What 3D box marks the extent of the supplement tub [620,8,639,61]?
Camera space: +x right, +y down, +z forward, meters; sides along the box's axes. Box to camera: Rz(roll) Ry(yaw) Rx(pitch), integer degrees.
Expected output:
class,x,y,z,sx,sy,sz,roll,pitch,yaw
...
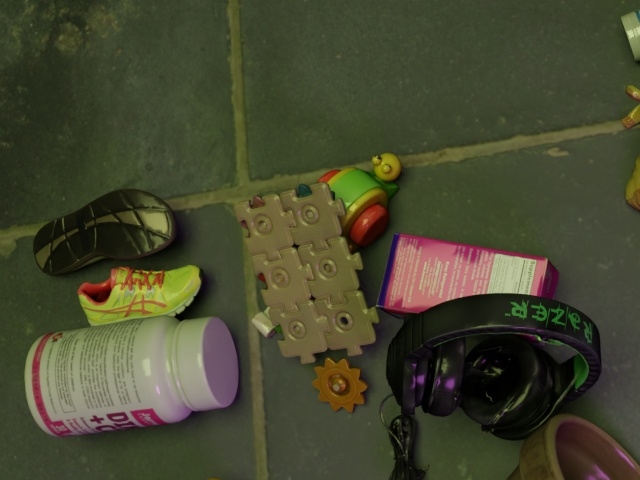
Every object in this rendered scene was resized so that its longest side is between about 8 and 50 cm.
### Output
class,x,y,z,sx,sy,sz,roll,pitch,yaw
supplement tub,0.478,-0.297,1.674,0.107,0.071,0.071,-19,73,14

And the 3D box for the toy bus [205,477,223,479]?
class,x,y,z,sx,sy,sz,roll,pitch,yaw
toy bus,-0.173,0.437,1.725,0.202,0.104,0.191,-9,96,37

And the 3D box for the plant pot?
class,x,y,z,sx,sy,sz,roll,pitch,yaw
plant pot,0.290,0.385,1.513,0.229,0.263,0.263,-40,67,25

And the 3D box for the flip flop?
class,x,y,z,sx,sy,sz,roll,pitch,yaw
flip flop,-0.334,-0.007,1.903,0.277,0.080,0.112,-18,77,31

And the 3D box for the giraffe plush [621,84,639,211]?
class,x,y,z,sx,sy,sz,roll,pitch,yaw
giraffe plush,0.474,-0.137,1.585,0.181,0.170,0.210,-12,74,17

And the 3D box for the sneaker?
class,x,y,z,sx,sy,sz,roll,pitch,yaw
sneaker,-0.277,0.076,1.836,0.209,0.094,0.081,-21,33,14

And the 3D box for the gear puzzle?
class,x,y,z,sx,sy,sz,roll,pitch,yaw
gear puzzle,0.003,0.084,1.716,0.175,0.044,0.338,-13,100,30

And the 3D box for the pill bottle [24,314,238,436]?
class,x,y,z,sx,sy,sz,roll,pitch,yaw
pill bottle,-0.276,0.197,1.785,0.283,0.160,0.160,-10,75,18

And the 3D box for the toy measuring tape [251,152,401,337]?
class,x,y,z,sx,sy,sz,roll,pitch,yaw
toy measuring tape,0.000,0.000,1.756,0.121,0.121,0.330,42,94,22

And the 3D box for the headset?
class,x,y,z,sx,sy,sz,roll,pitch,yaw
headset,0.189,0.200,1.545,0.243,0.394,0.185,17,58,-19

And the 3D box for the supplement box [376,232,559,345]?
class,x,y,z,sx,sy,sz,roll,pitch,yaw
supplement box,0.206,0.068,1.668,0.220,0.111,0.114,11,82,21
